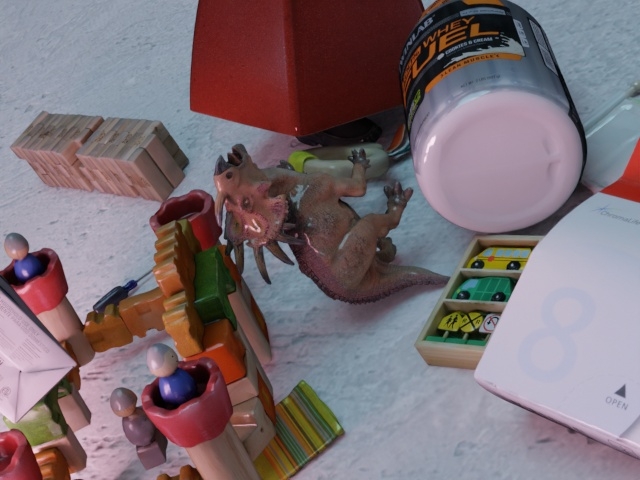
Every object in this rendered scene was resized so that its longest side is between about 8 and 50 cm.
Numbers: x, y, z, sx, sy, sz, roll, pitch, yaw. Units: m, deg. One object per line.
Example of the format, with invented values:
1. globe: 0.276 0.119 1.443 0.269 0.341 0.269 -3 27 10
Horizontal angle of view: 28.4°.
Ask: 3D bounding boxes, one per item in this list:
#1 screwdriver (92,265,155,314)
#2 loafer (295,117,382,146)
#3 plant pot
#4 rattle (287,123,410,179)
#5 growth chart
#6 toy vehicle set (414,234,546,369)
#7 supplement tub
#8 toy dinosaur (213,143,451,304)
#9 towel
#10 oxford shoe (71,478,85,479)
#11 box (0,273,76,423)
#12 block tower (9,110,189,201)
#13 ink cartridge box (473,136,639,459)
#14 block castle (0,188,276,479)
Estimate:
1. screwdriver: -0.246 0.050 1.766 0.170 0.024 0.025 -38 6 -16
2. loafer: 0.014 -0.163 1.767 0.170 0.061 0.062 11 54 45
3. plant pot: -0.019 -0.304 1.725 0.267 0.235 0.267 -21 25 -34
4. rattle: 0.053 -0.068 1.655 0.130 0.142 0.200 -11 4 39
5. growth chart: 0.364 -0.101 1.446 0.172 0.021 0.237 -33 35 1
6. toy vehicle set: 0.246 0.068 1.326 0.267 0.035 0.166 1 48 40
7. supplement tub: 0.194 -0.167 1.502 0.194 0.193 0.316 -24 31 14
8. toy dinosaur: 0.000 0.000 1.445 0.127 0.296 0.200 -45 6 47
9. towel: -0.087 0.254 1.386 0.237 0.021 0.102 -39 34 -6
10. oxford shoe: -0.304 0.357 1.394 0.076 0.076 0.212 11 53 40
11. box: -0.383 0.056 1.325 0.087 0.169 0.290 -45 33 -9
12. block tower: -0.349 -0.136 2.004 0.335 0.097 0.091 11 54 43
13. ink cartridge box: 0.349 0.015 1.137 0.308 0.091 0.385 20 83 45
14. block castle: -0.232 0.125 1.431 0.303 0.212 0.453 -21 30 6
